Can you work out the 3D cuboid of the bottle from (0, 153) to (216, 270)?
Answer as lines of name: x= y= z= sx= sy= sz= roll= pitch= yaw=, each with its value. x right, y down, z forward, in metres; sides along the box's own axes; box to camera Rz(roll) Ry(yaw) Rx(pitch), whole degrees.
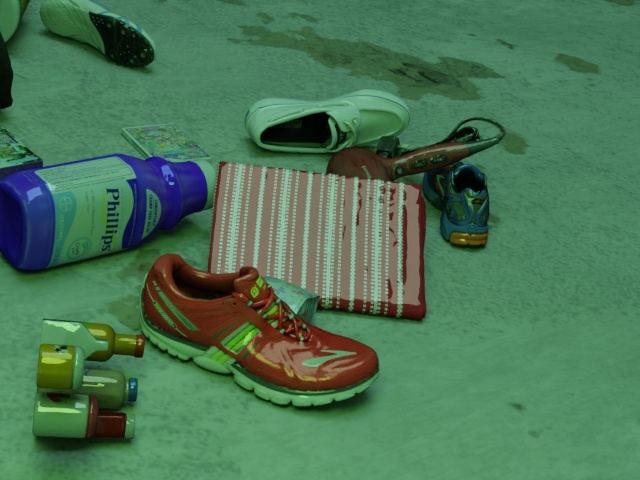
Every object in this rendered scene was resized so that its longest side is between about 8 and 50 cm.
bottle: x=-0.253 y=-0.045 z=1.517 sx=0.282 sy=0.118 sz=0.092 roll=-14 pitch=36 yaw=-40

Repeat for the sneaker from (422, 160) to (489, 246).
sneaker: x=0.203 y=-0.076 z=1.776 sx=0.083 sy=0.087 sz=0.221 roll=5 pitch=29 yaw=-13

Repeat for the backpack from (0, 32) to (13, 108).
backpack: x=-0.638 y=-0.275 z=1.696 sx=0.355 sy=0.273 sz=0.290 roll=-28 pitch=58 yaw=-32

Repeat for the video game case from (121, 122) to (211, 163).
video game case: x=-0.224 y=-0.137 z=1.811 sx=0.087 sy=0.011 sz=0.122 roll=-9 pitch=34 yaw=-34

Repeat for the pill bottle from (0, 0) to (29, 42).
pill bottle: x=-0.551 y=-0.420 z=2.076 sx=0.136 sy=0.136 sz=0.246 roll=7 pitch=28 yaw=-7

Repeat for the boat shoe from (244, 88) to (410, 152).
boat shoe: x=0.018 y=-0.167 z=1.885 sx=0.258 sy=0.095 sz=0.084 roll=-8 pitch=33 yaw=-11

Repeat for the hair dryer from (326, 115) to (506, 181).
hair dryer: x=0.113 y=-0.116 z=1.740 sx=0.223 sy=0.080 sz=0.293 roll=-13 pitch=20 yaw=35

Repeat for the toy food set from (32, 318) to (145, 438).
toy food set: x=-0.217 y=0.133 z=1.192 sx=0.104 sy=0.111 sz=0.232 roll=5 pitch=-3 yaw=-12

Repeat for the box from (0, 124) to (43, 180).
box: x=-0.528 y=-0.098 z=1.574 sx=0.293 sy=0.057 sz=0.201 roll=-15 pitch=39 yaw=-39

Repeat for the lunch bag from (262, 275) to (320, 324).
lunch bag: x=-0.048 y=0.074 z=1.428 sx=0.071 sy=0.053 sz=0.083 roll=20 pitch=3 yaw=13

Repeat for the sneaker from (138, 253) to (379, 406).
sneaker: x=-0.068 y=0.089 z=1.337 sx=0.279 sy=0.118 sz=0.107 roll=17 pitch=29 yaw=10

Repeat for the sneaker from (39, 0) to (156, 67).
sneaker: x=-0.362 y=-0.359 z=2.089 sx=0.237 sy=0.085 sz=0.086 roll=26 pitch=36 yaw=23

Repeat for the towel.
towel: x=0.000 y=0.000 z=1.549 sx=0.274 sy=0.031 sz=0.199 roll=7 pitch=56 yaw=-7
